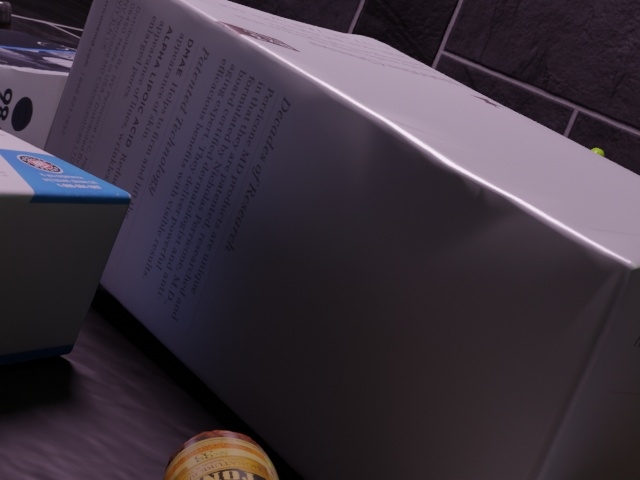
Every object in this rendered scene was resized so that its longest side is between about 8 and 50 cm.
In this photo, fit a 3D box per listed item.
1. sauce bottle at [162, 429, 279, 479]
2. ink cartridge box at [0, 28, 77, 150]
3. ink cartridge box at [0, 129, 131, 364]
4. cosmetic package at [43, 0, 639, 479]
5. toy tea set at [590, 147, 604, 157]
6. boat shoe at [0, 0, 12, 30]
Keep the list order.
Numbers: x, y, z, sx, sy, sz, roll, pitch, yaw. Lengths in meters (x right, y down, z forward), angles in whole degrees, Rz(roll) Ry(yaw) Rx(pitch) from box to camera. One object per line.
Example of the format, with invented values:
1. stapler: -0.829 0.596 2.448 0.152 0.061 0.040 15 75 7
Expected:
1. sauce bottle: -0.024 0.097 0.404 0.042 0.042 0.128 19 9 -16
2. ink cartridge box: -0.229 -0.103 0.883 0.165 0.065 0.332 20 11 19
3. ink cartridge box: -0.197 -0.023 0.548 0.190 0.082 0.139 25 10 21
4. cosmetic package: 0.045 0.009 0.650 0.217 0.156 0.385 8 18 -43
5. toy tea set: 0.367 -0.045 1.699 0.200 0.124 0.336 23 10 4
6. boat shoe: -0.360 -0.223 1.248 0.223 0.073 0.080 29 12 31
